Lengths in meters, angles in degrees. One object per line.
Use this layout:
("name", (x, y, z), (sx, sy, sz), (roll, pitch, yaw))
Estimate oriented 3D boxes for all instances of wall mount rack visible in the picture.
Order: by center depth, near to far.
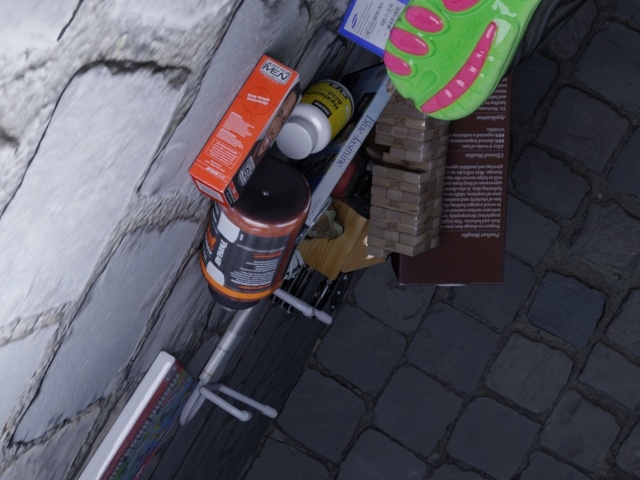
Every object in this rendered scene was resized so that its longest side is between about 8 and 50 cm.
("wall mount rack", (-0.094, 0.190, 1.798), (0.350, 0.130, 0.304), (-58, 173, -3))

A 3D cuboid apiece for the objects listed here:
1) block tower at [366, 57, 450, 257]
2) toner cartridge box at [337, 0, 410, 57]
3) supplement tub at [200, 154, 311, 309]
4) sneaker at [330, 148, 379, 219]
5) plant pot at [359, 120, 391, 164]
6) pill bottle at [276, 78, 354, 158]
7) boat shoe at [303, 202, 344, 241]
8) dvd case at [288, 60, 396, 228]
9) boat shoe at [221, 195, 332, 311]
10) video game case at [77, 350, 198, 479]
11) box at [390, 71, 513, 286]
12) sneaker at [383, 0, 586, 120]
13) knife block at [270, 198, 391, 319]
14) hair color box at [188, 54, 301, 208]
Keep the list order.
("block tower", (0.144, -0.137, 1.672), (0.091, 0.097, 0.336), (-20, 119, -53))
("toner cartridge box", (0.131, -0.344, 1.389), (0.165, 0.075, 0.348), (-61, 173, 20))
("supplement tub", (-0.080, 0.000, 1.191), (0.106, 0.106, 0.198), (-54, 171, -38))
("sneaker", (0.069, -0.096, 1.747), (0.098, 0.135, 0.276), (-58, 172, 4))
("plant pot", (0.196, -0.121, 2.070), (0.237, 0.254, 0.237), (-58, 172, -13))
("pill bottle", (-0.009, -0.144, 1.262), (0.116, 0.065, 0.065), (-53, 170, -50))
("boat shoe", (-0.009, -0.029, 1.814), (0.072, 0.068, 0.190), (-47, 162, -5))
("dvd case", (0.010, -0.123, 1.361), (0.253, 0.022, 0.180), (-58, -161, -12))
("boat shoe", (-0.058, 0.012, 1.498), (0.228, 0.081, 0.079), (-59, 173, -11))
("video game case", (-0.246, 0.262, 1.445), (0.204, 0.025, 0.285), (-58, 173, -12))
("box", (0.228, -0.118, 1.845), (0.143, 0.191, 0.382), (-104, -166, -76))
("sneaker", (0.248, -0.333, 1.140), (0.483, 0.185, 0.202), (-40, -173, 42))
("knife block", (0.000, 0.000, 1.963), (0.088, 0.242, 0.276), (-35, 110, -76))
("hair color box", (-0.073, -0.107, 1.044), (0.141, 0.043, 0.072), (-59, 172, -9))
